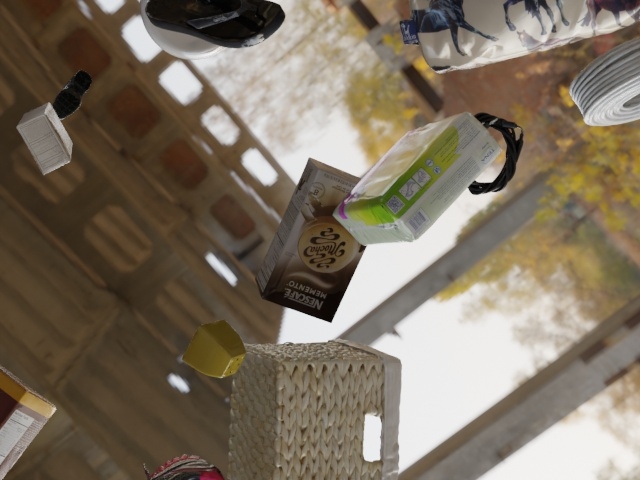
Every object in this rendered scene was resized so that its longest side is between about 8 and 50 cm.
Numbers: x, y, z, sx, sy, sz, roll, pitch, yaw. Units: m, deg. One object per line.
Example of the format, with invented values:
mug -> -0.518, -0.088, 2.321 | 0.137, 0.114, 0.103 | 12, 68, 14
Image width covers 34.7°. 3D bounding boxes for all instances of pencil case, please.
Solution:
pencil case -> 0.329, -0.378, 1.561 | 0.183, 0.410, 0.160 | 52, -141, -41

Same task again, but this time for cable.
cable -> 0.595, -0.294, 1.892 | 0.257, 0.257, 0.089 | -6, -109, -34
cable -> 0.363, -0.190, 2.268 | 0.151, 0.184, 0.047 | 21, 177, -2

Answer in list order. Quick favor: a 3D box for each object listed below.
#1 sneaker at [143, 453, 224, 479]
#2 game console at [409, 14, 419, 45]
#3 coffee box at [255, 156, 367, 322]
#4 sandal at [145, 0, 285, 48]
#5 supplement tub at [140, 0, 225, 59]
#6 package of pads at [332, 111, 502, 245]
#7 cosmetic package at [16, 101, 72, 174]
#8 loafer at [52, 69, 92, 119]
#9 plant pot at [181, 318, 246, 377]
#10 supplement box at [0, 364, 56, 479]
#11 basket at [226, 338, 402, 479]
sneaker -> -0.295, 0.450, 1.685 | 0.112, 0.299, 0.120 | -4, 115, 63
game console -> 0.280, -0.470, 1.882 | 0.361, 0.213, 0.044 | -76, -27, -45
coffee box -> 0.000, 0.000, 2.145 | 0.168, 0.297, 0.119 | 20, -168, -17
sandal -> -0.183, -0.377, 1.700 | 0.054, 0.255, 0.097 | 67, -141, -56
supplement tub -> -0.305, -0.568, 2.495 | 0.241, 0.241, 0.331 | 49, -175, -13
package of pads -> 0.161, -0.101, 1.745 | 0.101, 0.229, 0.296 | 46, 169, -10
cosmetic package -> -0.508, -0.194, 1.907 | 0.099, 0.060, 0.239 | 66, 174, -17
loafer -> -0.650, -0.366, 2.649 | 0.062, 0.061, 0.170 | 45, -130, -20
plant pot -> -0.186, 0.205, 1.874 | 0.083, 0.081, 0.081 | 37, -159, 20
supplement box -> -0.541, 0.261, 1.522 | 0.191, 0.194, 0.129 | 33, 166, 17
basket -> -0.017, 0.378, 2.099 | 0.266, 0.328, 0.331 | 2, -179, -23
